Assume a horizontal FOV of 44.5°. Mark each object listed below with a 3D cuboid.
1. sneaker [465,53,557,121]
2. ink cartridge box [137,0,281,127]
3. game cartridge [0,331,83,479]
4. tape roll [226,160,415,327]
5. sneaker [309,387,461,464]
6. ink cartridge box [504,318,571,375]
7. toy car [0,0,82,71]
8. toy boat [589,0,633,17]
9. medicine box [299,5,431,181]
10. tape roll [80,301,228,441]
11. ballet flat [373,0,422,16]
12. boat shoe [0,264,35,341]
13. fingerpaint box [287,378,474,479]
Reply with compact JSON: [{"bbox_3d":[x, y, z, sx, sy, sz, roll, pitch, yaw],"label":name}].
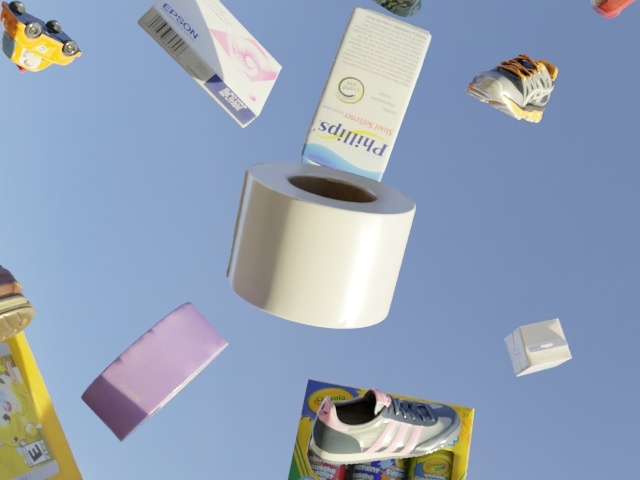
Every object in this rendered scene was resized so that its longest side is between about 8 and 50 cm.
[{"bbox_3d":[0.265,-0.215,1.063,0.084,0.215,0.083,35,-69,20],"label":"sneaker"},{"bbox_3d":[-0.233,-0.469,1.810,0.071,0.330,0.324,-31,-63,33],"label":"ink cartridge box"},{"bbox_3d":[-0.470,0.249,1.032,0.053,0.324,0.285,-27,-98,14],"label":"game cartridge"},{"bbox_3d":[0.000,0.000,1.128,0.246,0.246,0.169,24,-69,34],"label":"tape roll"},{"bbox_3d":[0.139,0.346,1.523,0.112,0.319,0.131,-129,-141,-54],"label":"sneaker"},{"bbox_3d":[0.467,0.229,1.683,0.143,0.092,0.090,97,-20,-71],"label":"ink cartridge box"},{"bbox_3d":[-0.229,-0.162,0.557,0.122,0.060,0.040,42,-77,14],"label":"toy car"},{"bbox_3d":[0.548,-0.412,1.223,0.151,0.151,0.231,48,-40,-7],"label":"toy boat"},{"bbox_3d":[0.071,-0.238,1.458,0.149,0.289,0.263,19,-5,-1],"label":"medicine box"},{"bbox_3d":[-0.217,0.172,1.038,0.080,0.189,0.189,47,-43,1],"label":"tape roll"},{"bbox_3d":[0.065,-0.388,1.126,0.188,0.070,0.070,23,-48,-2],"label":"ballet flat"},{"bbox_3d":[-0.318,0.062,0.606,0.060,0.178,0.064,58,-42,18],"label":"boat shoe"},{"bbox_3d":[0.151,0.589,2.037,0.445,0.371,0.163,10,-22,7],"label":"fingerpaint box"}]
